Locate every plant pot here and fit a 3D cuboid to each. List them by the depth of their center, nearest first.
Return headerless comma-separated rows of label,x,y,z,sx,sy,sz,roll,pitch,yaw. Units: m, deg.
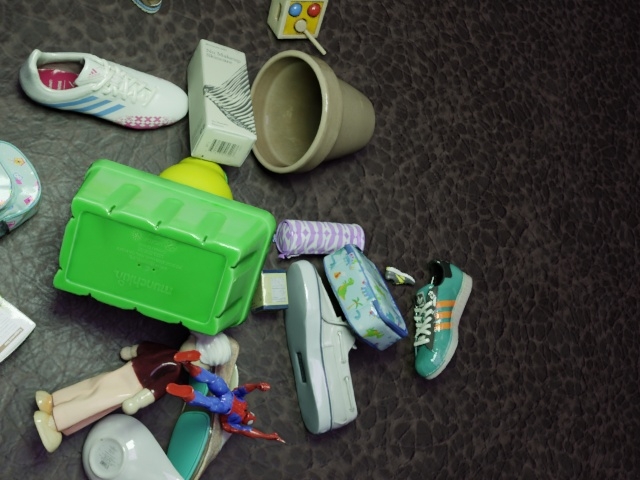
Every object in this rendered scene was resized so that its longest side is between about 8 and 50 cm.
plant pot,-0.002,-0.280,1.380,0.229,0.263,0.263,-4,79,-45

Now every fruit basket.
fruit basket,-0.280,-0.013,1.176,0.392,0.392,0.282,13,105,-23

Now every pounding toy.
pounding toy,-0.045,-0.535,1.475,0.130,0.141,0.100,-11,55,-28

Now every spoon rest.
spoon rest,-0.312,0.419,1.082,0.276,0.084,0.137,31,86,20

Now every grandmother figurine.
grandmother figurine,-0.327,0.248,1.104,0.343,0.208,0.104,-21,125,-13

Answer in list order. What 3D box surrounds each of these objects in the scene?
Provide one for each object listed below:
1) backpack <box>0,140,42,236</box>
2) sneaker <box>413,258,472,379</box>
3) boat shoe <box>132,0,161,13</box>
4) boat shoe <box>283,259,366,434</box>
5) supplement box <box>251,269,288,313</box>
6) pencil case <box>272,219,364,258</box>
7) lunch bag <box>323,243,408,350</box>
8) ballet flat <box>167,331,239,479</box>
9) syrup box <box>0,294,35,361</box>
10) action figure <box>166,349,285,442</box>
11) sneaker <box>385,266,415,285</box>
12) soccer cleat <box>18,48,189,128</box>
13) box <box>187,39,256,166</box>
backpack,-0.597,-0.089,1.081,0.188,0.144,0.165,-35,89,-32
sneaker,0.266,0.181,1.465,0.121,0.108,0.302,33,57,-15
boat shoe,-0.423,-0.580,1.327,0.183,0.066,0.066,33,65,-16
boat shoe,0.025,0.219,1.315,0.157,0.136,0.366,-7,84,-27
supplement box,-0.112,0.110,1.302,0.056,0.083,0.083,0,77,-26
pencil case,0.000,0.000,1.383,0.206,0.086,0.088,2,83,-26
lunch bag,0.099,0.122,1.328,0.176,0.090,0.219,44,17,-51
ballet flat,-0.214,0.333,1.193,0.106,0.108,0.315,30,65,-47
syrup box,-0.615,0.109,1.048,0.237,0.093,0.096,43,63,-11
action figure,-0.144,0.284,1.077,0.139,0.280,0.091,1,60,16
sneaker,0.191,0.094,1.490,0.083,0.031,0.035,27,81,-14
soccer cleat,-0.418,-0.301,1.218,0.331,0.143,0.116,3,76,-26
box,-0.212,-0.292,1.288,0.113,0.094,0.275,10,50,-29
